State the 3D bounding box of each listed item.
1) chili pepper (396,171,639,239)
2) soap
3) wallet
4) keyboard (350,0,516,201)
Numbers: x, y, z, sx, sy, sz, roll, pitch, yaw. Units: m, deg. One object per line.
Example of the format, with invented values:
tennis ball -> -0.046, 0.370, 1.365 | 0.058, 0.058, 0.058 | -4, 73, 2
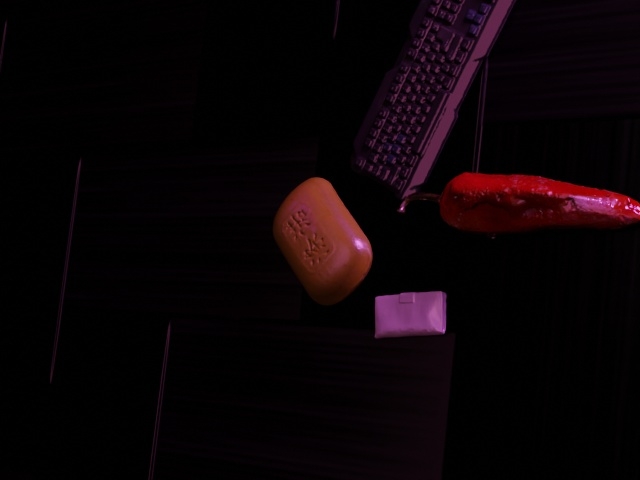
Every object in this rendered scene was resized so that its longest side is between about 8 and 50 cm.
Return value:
chili pepper -> 0.178, -0.033, 1.237 | 0.268, 0.050, 0.059 | 6, 69, 41
soap -> -0.001, 0.000, 1.387 | 0.089, 0.045, 0.140 | -47, 54, 19
wallet -> 0.086, 0.072, 1.319 | 0.083, 0.011, 0.044 | -6, 76, 40
keyboard -> 0.112, -0.172, 1.346 | 0.106, 0.016, 0.262 | 35, 103, 40
